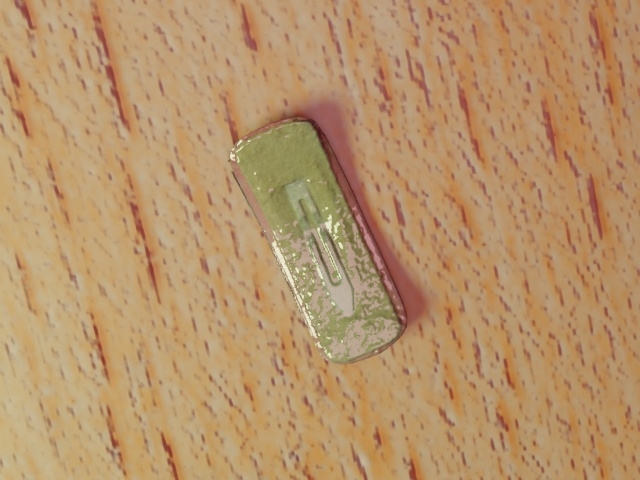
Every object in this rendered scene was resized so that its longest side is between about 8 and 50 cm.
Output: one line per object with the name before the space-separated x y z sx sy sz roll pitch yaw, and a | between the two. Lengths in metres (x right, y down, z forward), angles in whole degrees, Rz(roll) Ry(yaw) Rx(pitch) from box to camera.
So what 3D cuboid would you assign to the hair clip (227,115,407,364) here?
hair clip | 0.000 0.000 0.623 0.054 0.022 0.137 -25 101 2
